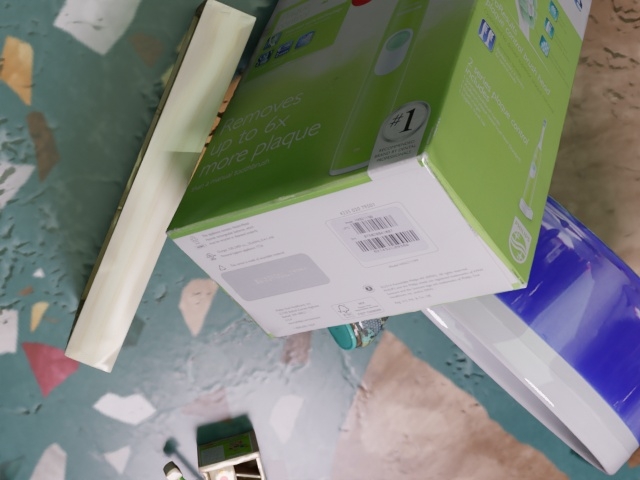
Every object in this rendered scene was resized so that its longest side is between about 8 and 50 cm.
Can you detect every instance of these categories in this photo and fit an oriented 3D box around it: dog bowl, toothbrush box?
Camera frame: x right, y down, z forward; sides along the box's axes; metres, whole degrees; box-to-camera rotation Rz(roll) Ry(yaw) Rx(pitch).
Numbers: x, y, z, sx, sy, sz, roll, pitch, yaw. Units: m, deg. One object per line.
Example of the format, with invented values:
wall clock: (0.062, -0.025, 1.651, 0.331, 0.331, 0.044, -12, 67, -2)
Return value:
dog bowl: (0.152, 0.047, 0.852, 0.265, 0.265, 0.104, 44, 88, -13)
toothbrush box: (0.049, -0.092, 0.766, 0.122, 0.206, 0.283, 49, 46, -30)

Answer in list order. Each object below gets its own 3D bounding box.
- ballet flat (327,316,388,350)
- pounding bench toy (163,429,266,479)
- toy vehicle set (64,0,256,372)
ballet flat: (0.000, 0.000, 0.933, 0.070, 0.070, 0.188, -29, 105, -3)
pounding bench toy: (-0.086, 0.209, 0.954, 0.083, 0.052, 0.065, -14, 102, -6)
toy vehicle set: (-0.122, -0.048, 0.845, 0.035, 0.166, 0.267, 22, 96, -12)
